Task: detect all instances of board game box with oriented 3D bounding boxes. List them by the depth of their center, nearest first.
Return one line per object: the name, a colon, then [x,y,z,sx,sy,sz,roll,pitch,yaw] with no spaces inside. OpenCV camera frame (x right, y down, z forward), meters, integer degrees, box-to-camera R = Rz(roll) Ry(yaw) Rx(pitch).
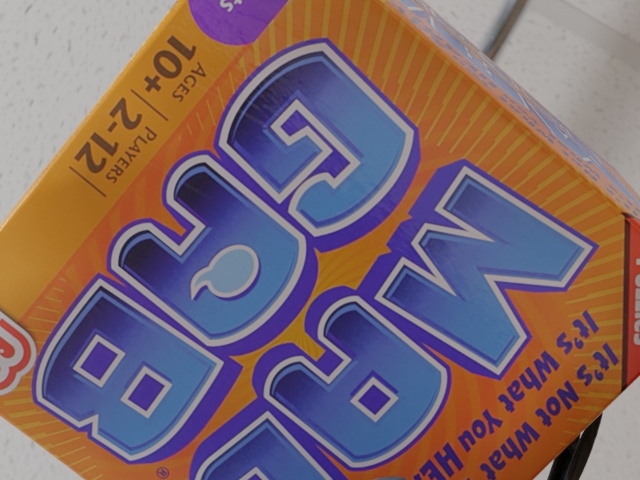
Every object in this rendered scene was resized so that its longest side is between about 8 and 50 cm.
board game box: [0.000,0.000,0.854,0.356,0.356,0.356,40,-76,-7]

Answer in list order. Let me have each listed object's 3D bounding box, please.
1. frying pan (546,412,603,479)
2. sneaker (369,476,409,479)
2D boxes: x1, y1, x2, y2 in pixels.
frying pan: [0.179,0.307,0.990,0.053,0.197,0.326,21,-70,-29]
sneaker: [0.039,0.242,0.642,0.163,0.086,0.226,-14,-83,8]
